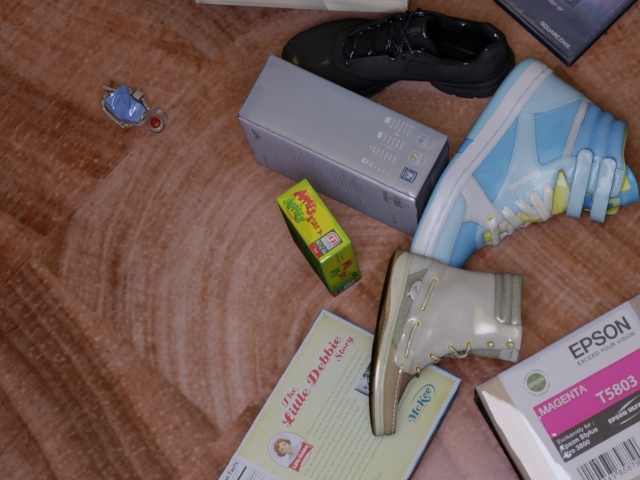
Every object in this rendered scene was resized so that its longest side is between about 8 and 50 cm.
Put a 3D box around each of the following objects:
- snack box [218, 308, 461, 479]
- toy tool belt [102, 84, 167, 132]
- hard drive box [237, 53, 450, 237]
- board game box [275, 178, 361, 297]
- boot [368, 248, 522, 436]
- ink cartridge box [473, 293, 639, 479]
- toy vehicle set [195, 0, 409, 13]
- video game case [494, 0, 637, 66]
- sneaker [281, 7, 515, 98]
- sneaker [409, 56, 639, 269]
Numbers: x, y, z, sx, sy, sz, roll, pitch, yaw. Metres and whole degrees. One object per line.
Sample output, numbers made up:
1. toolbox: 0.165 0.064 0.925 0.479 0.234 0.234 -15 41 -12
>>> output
1. snack box: 0.006 0.252 1.783 0.187 0.060 0.322 27 64 11
2. toy tool belt: -0.235 -0.165 1.958 0.083 0.051 0.052 32 81 12
3. hard drive box: 0.031 -0.107 1.852 0.232 0.181 0.089 26 79 10
4. board game box: 0.000 0.000 1.826 0.043 0.181 0.092 -34 75 -4
5. boot: 0.142 0.126 1.765 0.165 0.077 0.213 11 78 -2
6. ink cartridge box: 0.321 0.199 1.794 0.234 0.088 0.193 -30 76 -2
7. toy vehicle set: -0.016 -0.362 1.965 0.266 0.035 0.166 4 54 7
8. video game case: 0.337 -0.377 1.974 0.274 0.026 0.196 -44 76 -6
9. sneaker: 0.093 -0.238 1.907 0.286 0.130 0.109 -3 76 6
10. sneaker: 0.251 -0.045 1.845 0.208 0.127 0.319 30 81 13
